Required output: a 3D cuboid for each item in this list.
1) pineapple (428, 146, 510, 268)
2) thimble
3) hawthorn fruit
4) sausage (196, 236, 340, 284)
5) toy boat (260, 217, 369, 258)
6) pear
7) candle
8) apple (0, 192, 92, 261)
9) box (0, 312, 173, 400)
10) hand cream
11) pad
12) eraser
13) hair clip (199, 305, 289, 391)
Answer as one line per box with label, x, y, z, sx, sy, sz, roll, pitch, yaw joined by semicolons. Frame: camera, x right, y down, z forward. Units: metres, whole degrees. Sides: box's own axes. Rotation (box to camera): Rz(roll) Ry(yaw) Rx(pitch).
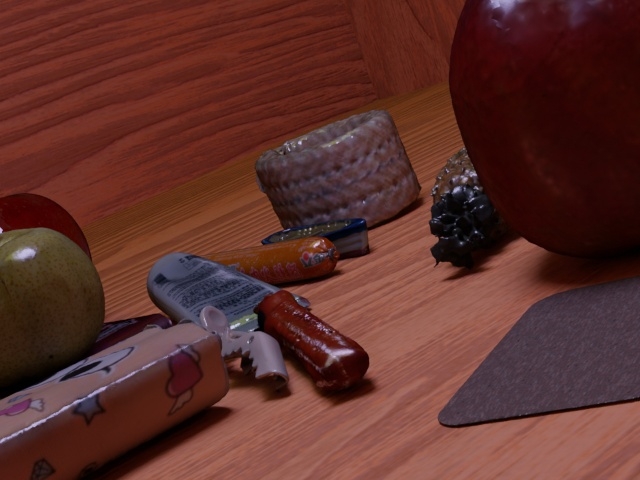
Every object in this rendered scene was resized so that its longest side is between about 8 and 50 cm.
pineapple;0.156;-0.028;1.307;0.108;0.108;0.197;-15;20;27
thimble;0.023;-0.087;1.766;0.229;0.148;0.196;-16;12;36
hawthorn fruit;0.251;-0.124;1.091;0.311;0.295;0.295;22;-5;-19
sausage;-0.097;0.036;1.577;0.348;0.053;0.053;-9;14;47
toy boat;0.000;0.000;1.604;0.080;0.046;0.229;-25;11;-31
pear;-0.279;0.062;1.145;0.167;0.136;0.167;-15;14;4
candle;-0.015;0.088;1.124;0.051;0.048;0.329;-48;12;-4
apple;-0.434;0.054;1.675;0.260;0.216;0.260;-21;8;3
box;-0.252;0.145;1.233;0.120;0.069;0.224;-12;11;39
hand cream;-0.130;0.071;1.461;0.124;0.077;0.341;-23;17;-20
pad;0.202;0.070;0.906;0.176;0.002;0.266;-15;11;31
eraser;-0.229;0.160;1.028;0.290;0.087;0.171;-27;6;-34
hair clip;-0.074;0.097;1.144;0.226;0.034;0.072;-4;58;63
